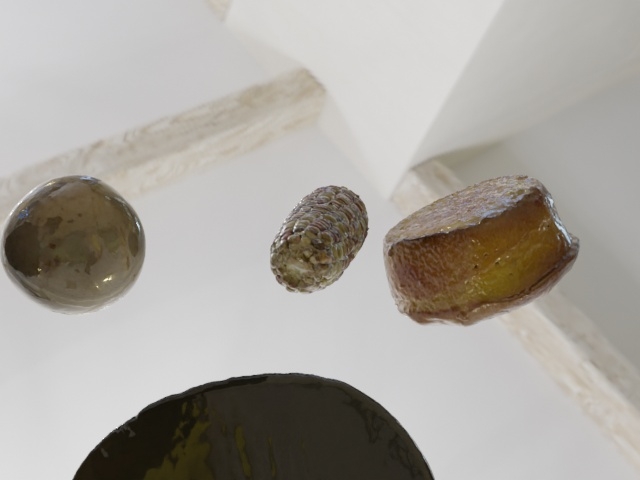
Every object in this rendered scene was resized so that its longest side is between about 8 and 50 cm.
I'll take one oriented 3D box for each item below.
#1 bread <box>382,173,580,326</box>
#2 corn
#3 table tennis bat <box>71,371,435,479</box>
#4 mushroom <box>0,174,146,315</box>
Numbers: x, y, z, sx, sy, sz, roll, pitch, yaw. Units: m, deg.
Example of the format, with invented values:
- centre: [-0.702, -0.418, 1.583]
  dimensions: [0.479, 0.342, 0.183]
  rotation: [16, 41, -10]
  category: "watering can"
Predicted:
- centre: [0.247, 0.015, 1.717]
  dimensions: [0.312, 0.312, 0.172]
  rotation: [-34, -71, -39]
  category: "bread"
- centre: [0.000, 0.000, 1.276]
  dimensions: [0.098, 0.098, 0.290]
  rotation: [29, -165, 0]
  category: "corn"
- centre: [-0.066, 0.123, 0.396]
  dimensions: [0.234, 0.022, 0.131]
  rotation: [-16, -113, 16]
  category: "table tennis bat"
- centre: [-0.352, 0.000, 1.576]
  dimensions: [0.204, 0.204, 0.204]
  rotation: [12, -130, -15]
  category: "mushroom"
